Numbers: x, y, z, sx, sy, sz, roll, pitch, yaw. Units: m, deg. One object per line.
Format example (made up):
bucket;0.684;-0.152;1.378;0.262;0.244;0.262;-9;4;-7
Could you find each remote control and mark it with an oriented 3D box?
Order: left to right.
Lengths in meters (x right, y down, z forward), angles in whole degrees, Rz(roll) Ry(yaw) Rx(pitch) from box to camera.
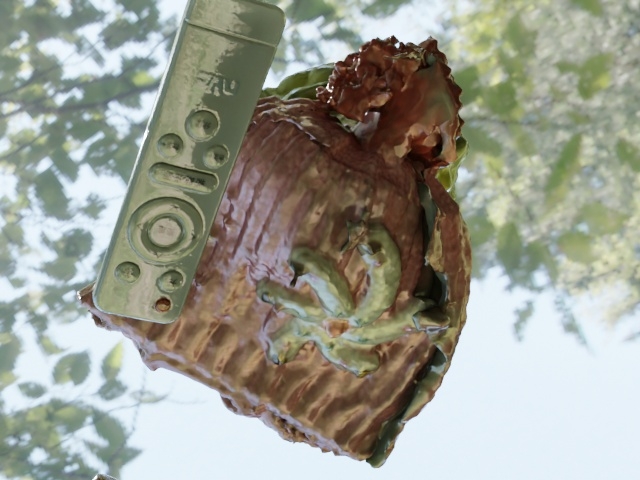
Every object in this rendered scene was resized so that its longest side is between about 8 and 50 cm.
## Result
remote control;-0.070;-0.041;0.622;0.049;0.184;0.027;13;-157;-21

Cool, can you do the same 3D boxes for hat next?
hat;0.000;0.000;0.774;0.236;0.286;0.107;29;-161;-8

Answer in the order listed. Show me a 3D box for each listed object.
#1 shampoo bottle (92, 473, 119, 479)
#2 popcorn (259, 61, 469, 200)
shampoo bottle;-0.258;0.328;1.143;0.085;0.085;0.244;34;-89;-25
popcorn;0.017;-0.037;1.094;0.224;0.258;0.270;22;-91;-26
